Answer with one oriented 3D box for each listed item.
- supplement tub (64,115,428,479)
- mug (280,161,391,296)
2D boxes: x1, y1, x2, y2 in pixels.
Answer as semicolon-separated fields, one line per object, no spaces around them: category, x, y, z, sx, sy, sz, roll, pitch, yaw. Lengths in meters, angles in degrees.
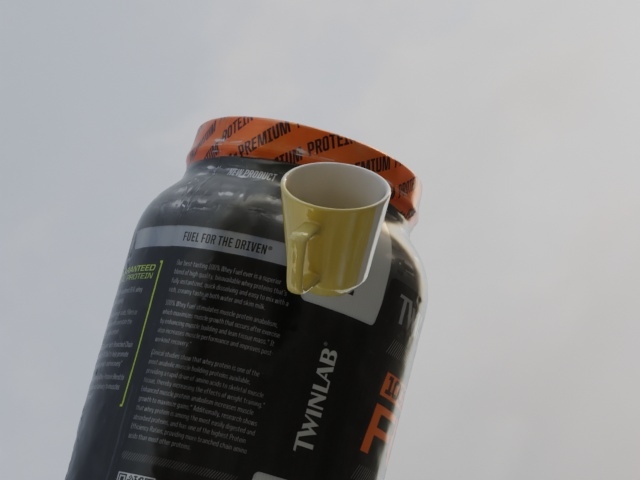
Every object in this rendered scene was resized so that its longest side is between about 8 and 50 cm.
supplement tub;-0.049;0.102;1.278;0.207;0.207;0.338;27;-107;-42
mug;0.000;-0.002;1.093;0.078;0.062;0.064;-14;-56;-33
